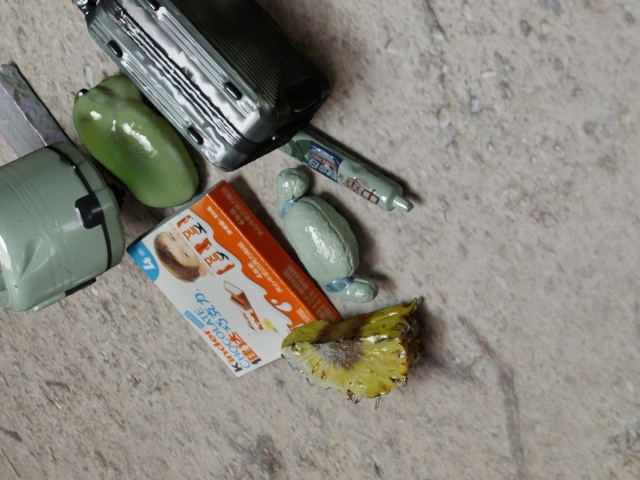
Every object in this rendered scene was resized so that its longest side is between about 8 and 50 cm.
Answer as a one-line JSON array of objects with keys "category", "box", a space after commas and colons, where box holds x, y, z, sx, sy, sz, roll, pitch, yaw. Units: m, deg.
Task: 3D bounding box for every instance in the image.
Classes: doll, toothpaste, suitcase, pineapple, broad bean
[{"category": "doll", "box": [0.000, 0.000, 1.843, 0.214, 0.071, 0.103, 54, 140, 2]}, {"category": "toothpaste", "box": [0.027, -0.096, 1.773, 0.233, 0.038, 0.060, 32, 135, 26]}, {"category": "suitcase", "box": [-0.145, -0.238, 1.697, 0.312, 0.202, 0.128, 47, 121, 5]}, {"category": "pineapple", "box": [0.066, 0.165, 1.886, 0.233, 0.079, 0.135, -14, 119, 39]}, {"category": "broad bean", "box": [-0.274, -0.138, 1.987, 0.228, 0.100, 0.169, 43, 148, 8]}]

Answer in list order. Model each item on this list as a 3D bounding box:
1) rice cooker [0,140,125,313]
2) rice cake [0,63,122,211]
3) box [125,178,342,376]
[{"category": "rice cooker", "box": [-0.414, -0.022, 2.031, 0.226, 0.244, 0.226, 40, 147, 32]}, {"category": "rice cake", "box": [-0.442, -0.140, 2.182, 0.298, 0.050, 0.106, 53, 141, -3]}, {"category": "box", "box": [-0.134, 0.064, 2.022, 0.273, 0.048, 0.265, 49, 142, -9]}]
